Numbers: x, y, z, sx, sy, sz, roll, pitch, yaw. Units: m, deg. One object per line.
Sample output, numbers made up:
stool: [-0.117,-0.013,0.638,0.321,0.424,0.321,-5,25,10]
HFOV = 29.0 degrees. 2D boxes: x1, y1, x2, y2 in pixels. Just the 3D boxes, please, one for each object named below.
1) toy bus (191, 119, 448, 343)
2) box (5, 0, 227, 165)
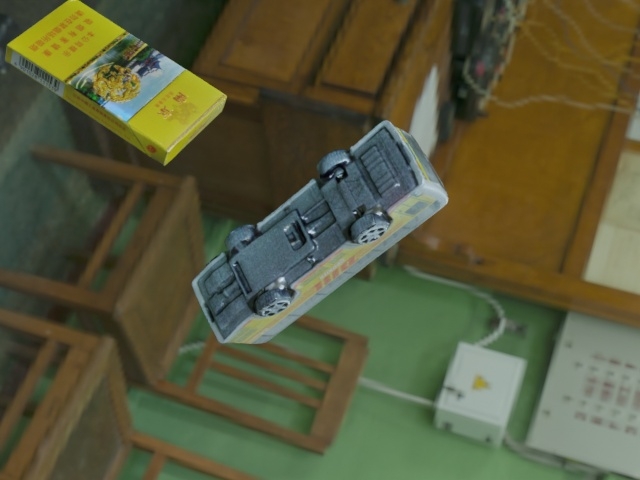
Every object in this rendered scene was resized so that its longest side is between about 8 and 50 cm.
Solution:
toy bus: [0.000,0.000,1.175,0.268,0.092,0.106,-39,155,22]
box: [-0.160,-0.127,0.976,0.087,0.155,0.023,-50,170,-45]
